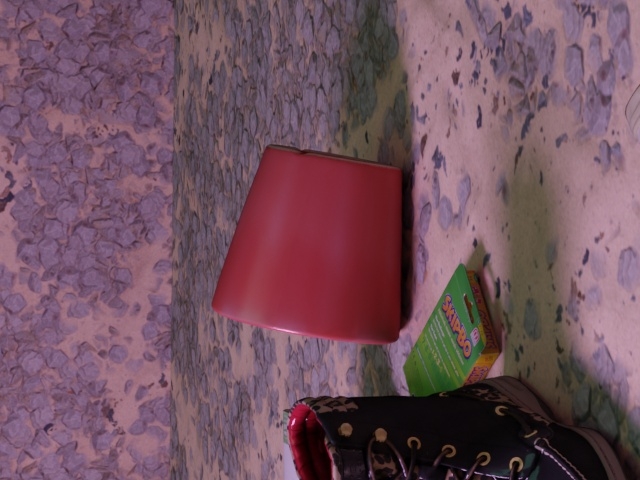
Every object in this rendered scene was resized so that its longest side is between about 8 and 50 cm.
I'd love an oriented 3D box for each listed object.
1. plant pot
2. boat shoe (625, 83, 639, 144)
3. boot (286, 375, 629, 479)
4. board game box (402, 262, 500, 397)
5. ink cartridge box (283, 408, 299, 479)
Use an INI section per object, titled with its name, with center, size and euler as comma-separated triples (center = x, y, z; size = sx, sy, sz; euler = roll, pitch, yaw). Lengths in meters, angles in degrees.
[plant pot]
center = 0.000, 0.000, 2.199
size = 0.275, 0.275, 0.243
euler = -158, 78, -71
[boat shoe]
center = 0.345, -0.144, 1.330
size = 0.302, 0.109, 0.098
euler = 110, 148, -60
[boot]
center = 0.142, 0.249, 1.685
size = 0.377, 0.284, 0.138
euler = -133, 45, -64
[board game box]
center = 0.166, 0.147, 2.010
size = 0.259, 0.039, 0.124
euler = 109, 153, -53
[ink cartridge box]
center = 0.030, 0.346, 2.250
size = 0.093, 0.154, 0.212
euler = 176, 92, -72
